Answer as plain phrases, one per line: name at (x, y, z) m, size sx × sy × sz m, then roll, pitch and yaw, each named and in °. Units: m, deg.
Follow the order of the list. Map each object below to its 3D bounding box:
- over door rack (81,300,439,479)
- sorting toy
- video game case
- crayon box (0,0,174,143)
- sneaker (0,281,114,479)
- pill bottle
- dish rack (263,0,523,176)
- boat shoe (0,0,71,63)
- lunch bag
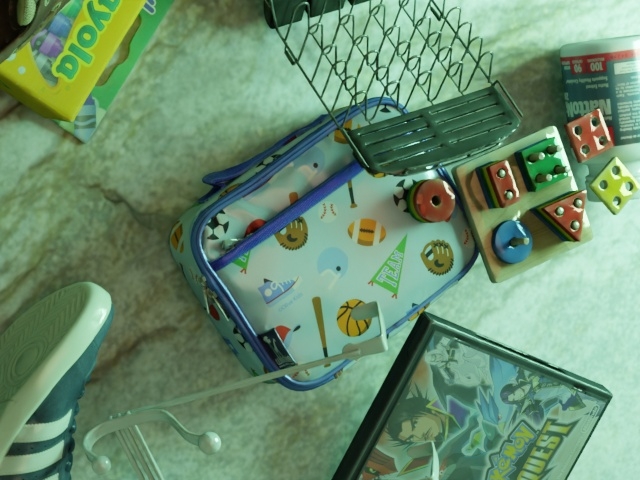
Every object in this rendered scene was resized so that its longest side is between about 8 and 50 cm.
over door rack at (-0.045, 0.228, 1.673) m, size 0.324 × 0.108 × 0.239 m, roll -23°, pitch 130°, yaw -3°
sorting toy at (0.230, -0.042, 1.771) m, size 0.274 × 0.046 × 0.132 m, roll -23°, pitch 98°, yaw -23°
video game case at (0.155, 0.242, 1.838) m, size 0.248 × 0.035 × 0.275 m, roll 23°, pitch 101°, yaw -22°
crayon box at (-0.286, -0.258, 1.611) m, size 0.323 × 0.083 × 0.203 m, roll 35°, pitch 80°, yaw -29°
sneaker at (-0.284, 0.211, 1.651) m, size 0.148 × 0.131 × 0.350 m, roll 36°, pitch 84°, yaw -30°
pill bottle at (0.332, -0.137, 1.888) m, size 0.108 × 0.108 × 0.180 m, roll -10°, pitch 97°, yaw -22°
dish rack at (0.077, -0.191, 1.726) m, size 0.208 × 0.074 × 0.271 m, roll -20°, pitch 60°, yaw -20°
boat shoe at (-0.278, -0.230, 1.498) m, size 0.342 × 0.123 × 0.123 m, roll -46°, pitch 116°, yaw -14°
lunch bag at (0.000, 0.000, 1.757) m, size 0.303 × 0.115 × 0.243 m, roll -35°, pitch 104°, yaw -18°
